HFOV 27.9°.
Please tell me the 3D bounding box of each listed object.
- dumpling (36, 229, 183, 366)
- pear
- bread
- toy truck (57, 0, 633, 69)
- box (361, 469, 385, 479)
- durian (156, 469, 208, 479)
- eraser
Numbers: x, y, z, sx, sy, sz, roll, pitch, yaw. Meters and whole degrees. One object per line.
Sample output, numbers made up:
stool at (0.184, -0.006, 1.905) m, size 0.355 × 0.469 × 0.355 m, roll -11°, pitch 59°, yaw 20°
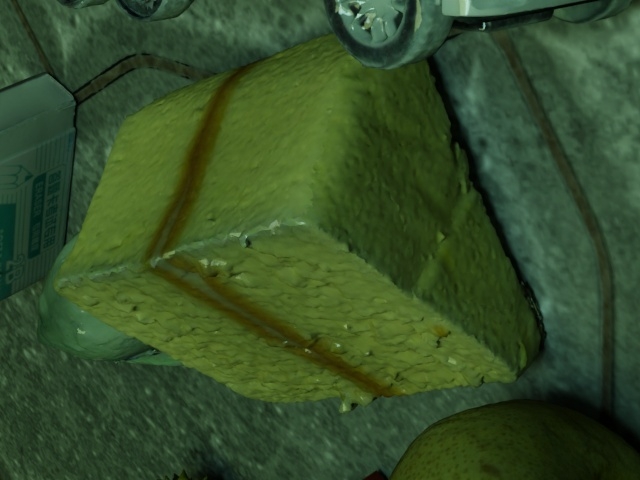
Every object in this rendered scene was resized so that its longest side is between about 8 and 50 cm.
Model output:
dumpling at (-0.182, 0.068, 1.124) m, size 0.149 × 0.105 × 0.217 m, roll 57°, pitch 143°, yaw 3°
pear at (0.128, 0.218, 0.796) m, size 0.228 × 0.188 × 0.211 m, roll 48°, pitch 129°, yaw 15°
bread at (0.000, 0.000, 0.869) m, size 0.263 × 0.198 × 0.236 m, roll -13°, pitch 136°, yaw 43°
toy truck at (-0.009, -0.221, 0.676) m, size 0.387 × 0.173 × 0.207 m, roll 19°, pitch 119°, yaw 44°
box at (0.033, 0.317, 0.984) m, size 0.195 × 0.177 × 0.148 m, roll 46°, pitch 140°, yaw 18°
durian at (-0.112, 0.293, 1.229) m, size 0.108 × 0.119 × 0.186 m, roll -114°, pitch 15°, yaw -80°
eraser at (-0.280, -0.041, 1.171) m, size 0.052 × 0.095 × 0.225 m, roll 41°, pitch 139°, yaw 23°
